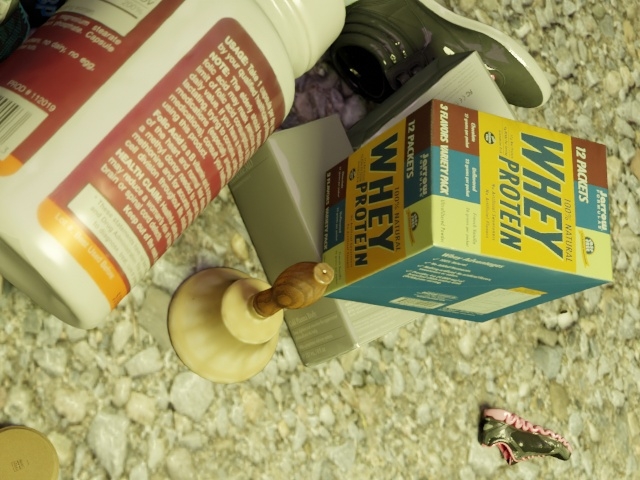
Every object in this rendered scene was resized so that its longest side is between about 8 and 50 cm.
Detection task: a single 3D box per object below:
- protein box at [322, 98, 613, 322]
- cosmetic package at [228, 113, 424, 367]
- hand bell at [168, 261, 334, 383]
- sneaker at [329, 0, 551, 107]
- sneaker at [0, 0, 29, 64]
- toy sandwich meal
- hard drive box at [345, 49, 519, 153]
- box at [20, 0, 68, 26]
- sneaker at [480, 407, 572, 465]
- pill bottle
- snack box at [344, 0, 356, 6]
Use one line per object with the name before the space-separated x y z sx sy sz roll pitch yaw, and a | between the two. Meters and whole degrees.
protein box | 0.134 -0.017 0.976 0.199 0.201 0.136 11 70 -25
cosmetic package | 0.000 0.000 1.091 0.107 0.127 0.238 -24 85 -31
hand bell | -0.048 0.057 0.980 0.126 0.242 0.126 8 71 -25
sneaker | 0.136 -0.204 1.242 0.295 0.104 0.147 29 65 -11
sneaker | -0.310 -0.218 0.980 0.076 0.166 0.065 -33 84 -44
toy sandwich meal | -0.281 0.212 0.938 0.085 0.029 0.086 12 59 -21
hard drive box | 0.151 -0.066 1.157 0.181 0.089 0.232 -39 108 -15
box | -0.263 -0.286 0.984 0.175 0.220 0.051 -10 71 -30
sneaker | 0.237 0.240 1.193 0.119 0.047 0.057 25 72 -11
pill bottle | -0.166 -0.131 0.954 0.224 0.224 0.392 44 70 -10
snack box | 0.003 -0.349 1.162 0.141 0.037 0.100 45 30 -49
